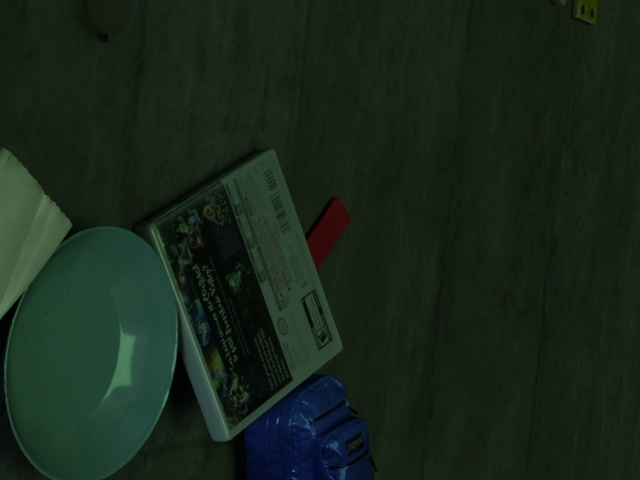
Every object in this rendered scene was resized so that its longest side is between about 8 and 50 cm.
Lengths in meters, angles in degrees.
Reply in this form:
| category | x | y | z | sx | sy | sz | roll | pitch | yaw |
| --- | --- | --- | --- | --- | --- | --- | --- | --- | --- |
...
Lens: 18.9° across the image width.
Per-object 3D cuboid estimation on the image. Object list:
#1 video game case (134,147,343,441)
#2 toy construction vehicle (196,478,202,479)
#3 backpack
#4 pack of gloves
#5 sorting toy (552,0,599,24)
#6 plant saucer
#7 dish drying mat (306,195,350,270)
| category | x | y | z | sx | sy | sz | roll | pitch | yaw |
| --- | --- | --- | --- | --- | --- | --- | --- | --- | --- |
| video game case | -0.063 | 0.042 | 1.577 | 0.173 | 0.022 | 0.190 | -36 | 112 | -48 |
| toy construction vehicle | -0.098 | 0.262 | 1.590 | 0.098 | 0.035 | 0.086 | -57 | 138 | -33 |
| backpack | -0.009 | 0.173 | 1.648 | 0.098 | 0.101 | 0.120 | -29 | 114 | -57 |
| pack of gloves | -0.292 | 0.008 | 1.264 | 0.195 | 0.046 | 0.232 | 52 | 54 | -29 |
| sorting toy | 0.264 | -0.329 | 1.999 | 0.274 | 0.046 | 0.132 | 47 | 58 | -49 |
| plant saucer | -0.180 | 0.084 | 1.432 | 0.195 | 0.037 | 0.195 | -14 | 107 | -55 |
| dish drying mat | 0.000 | 0.000 | 1.708 | 0.083 | 0.008 | 0.032 | -56 | 137 | -32 |
